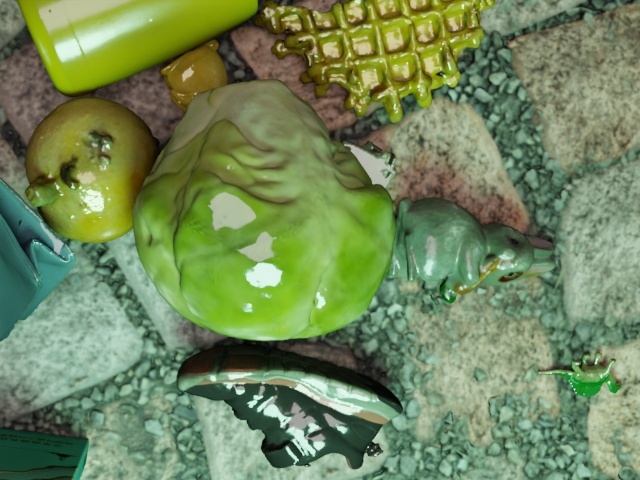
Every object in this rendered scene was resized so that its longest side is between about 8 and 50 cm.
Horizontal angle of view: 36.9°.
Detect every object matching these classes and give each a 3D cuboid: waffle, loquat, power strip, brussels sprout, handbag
[{"bbox_3d":[0.089,-0.296,1.217,0.260,0.069,0.293,37,90,-7],"label":"waffle"},{"bbox_3d":[-0.271,-0.079,1.123,0.149,0.204,0.172,16,112,15],"label":"loquat"},{"bbox_3d":[0.000,0.001,1.233,0.080,0.048,0.286,29,89,-4],"label":"power strip"},{"bbox_3d":[-0.071,-0.026,1.085,0.274,0.242,0.316,-35,91,-16],"label":"brussels sprout"},{"bbox_3d":[-0.376,0.023,1.111,0.144,0.221,0.057,49,51,-1],"label":"handbag"}]

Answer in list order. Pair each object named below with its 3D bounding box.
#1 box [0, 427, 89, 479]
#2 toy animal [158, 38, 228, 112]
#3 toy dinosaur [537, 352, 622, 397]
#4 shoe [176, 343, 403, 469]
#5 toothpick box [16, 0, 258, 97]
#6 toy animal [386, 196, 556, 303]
[{"bbox_3d":[-0.363,0.269,1.112,0.162,0.229,0.041,9,93,-8],"label":"box"},{"bbox_3d":[-0.131,-0.163,1.199,0.083,0.070,0.159,-29,102,-7],"label":"toy animal"},{"bbox_3d":[0.356,0.187,1.305,0.120,0.029,0.060,-4,106,-7],"label":"toy dinosaur"},{"bbox_3d":[-0.046,0.217,1.216,0.291,0.114,0.137,16,97,-12],"label":"shoe"},{"bbox_3d":[-0.209,-0.291,1.126,0.271,0.175,0.175,-22,96,-8],"label":"toothpick box"},{"bbox_3d":[0.206,0.009,1.231,0.236,0.108,0.138,-3,94,-8],"label":"toy animal"}]
